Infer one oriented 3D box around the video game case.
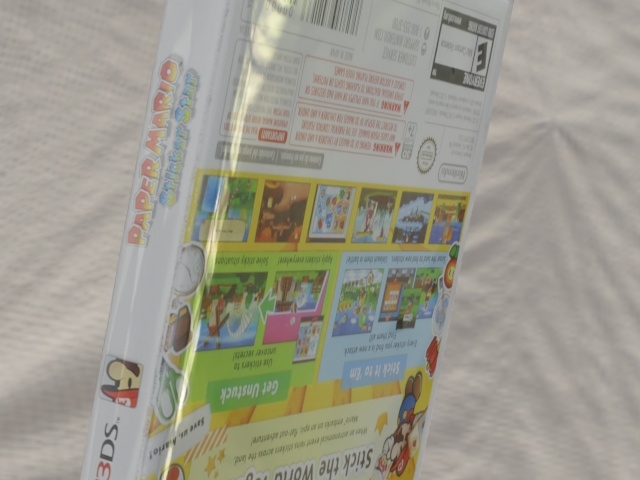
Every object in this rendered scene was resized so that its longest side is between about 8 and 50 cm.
[{"bbox_3d":[0.000,0.000,0.594,0.227,0.026,0.206,0,-79,-65],"label":"video game case"}]
